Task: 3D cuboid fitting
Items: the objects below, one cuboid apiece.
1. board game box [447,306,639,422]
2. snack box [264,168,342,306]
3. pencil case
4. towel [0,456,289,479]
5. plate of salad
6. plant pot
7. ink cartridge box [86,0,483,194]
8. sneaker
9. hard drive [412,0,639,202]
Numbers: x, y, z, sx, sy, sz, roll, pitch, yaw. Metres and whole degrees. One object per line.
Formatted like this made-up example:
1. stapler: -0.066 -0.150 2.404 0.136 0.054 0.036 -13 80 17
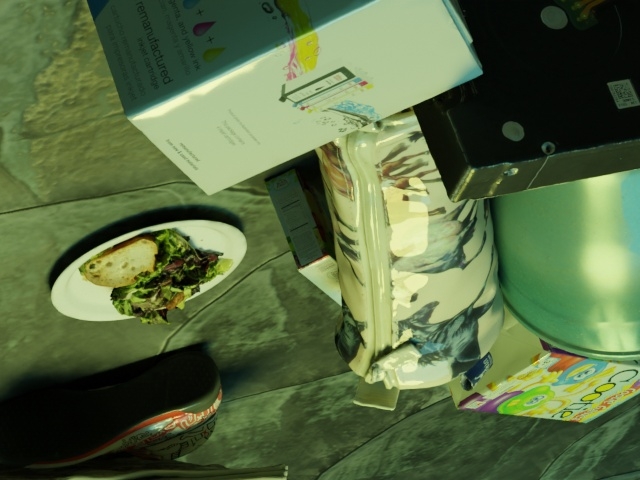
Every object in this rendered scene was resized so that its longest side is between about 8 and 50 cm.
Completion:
1. board game box: 0.268 0.116 2.315 0.144 0.142 0.275 -35 152 31
2. snack box: 0.000 0.000 1.904 0.037 0.100 0.141 -25 155 10
3. pencil case: 0.071 -0.030 1.714 0.159 0.184 0.410 6 143 13
4. towel: -0.246 0.278 2.228 0.331 0.053 0.317 1 175 -40
5. plate of salad: -0.164 0.039 1.926 0.199 0.048 0.200 -17 156 -8
6. plant pot: 0.269 -0.071 1.791 0.271 0.272 0.255 -20 144 0
7. ink cartridge box: -0.030 -0.174 1.416 0.232 0.171 0.168 -24 156 9
8. sneaker: -0.238 0.214 2.193 0.270 0.090 0.145 -18 154 -11
9. hard drive: 0.220 -0.167 1.551 0.339 0.237 0.064 -12 156 -20
